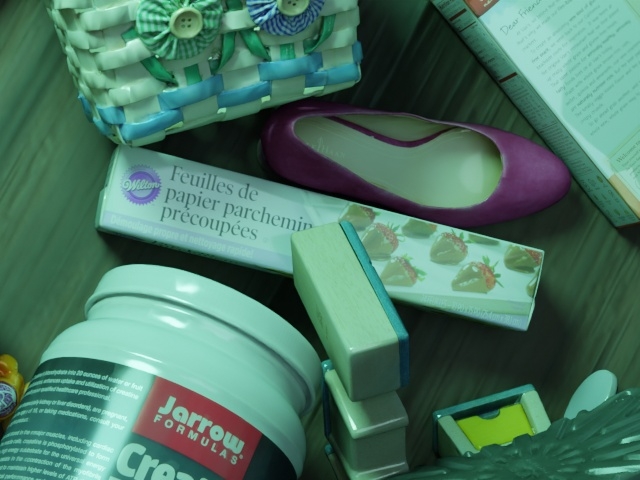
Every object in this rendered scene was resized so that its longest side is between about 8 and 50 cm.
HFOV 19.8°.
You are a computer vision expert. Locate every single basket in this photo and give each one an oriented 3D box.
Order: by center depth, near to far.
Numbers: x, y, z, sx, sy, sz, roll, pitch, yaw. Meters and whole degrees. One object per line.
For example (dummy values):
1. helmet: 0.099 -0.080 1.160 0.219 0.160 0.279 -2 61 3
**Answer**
1. basket: -0.087 -0.225 1.250 0.255 0.201 0.289 -17 101 -14

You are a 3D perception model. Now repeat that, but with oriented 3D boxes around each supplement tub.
1. supplement tub: -0.124 0.173 1.206 0.191 0.191 0.272 27 65 -8

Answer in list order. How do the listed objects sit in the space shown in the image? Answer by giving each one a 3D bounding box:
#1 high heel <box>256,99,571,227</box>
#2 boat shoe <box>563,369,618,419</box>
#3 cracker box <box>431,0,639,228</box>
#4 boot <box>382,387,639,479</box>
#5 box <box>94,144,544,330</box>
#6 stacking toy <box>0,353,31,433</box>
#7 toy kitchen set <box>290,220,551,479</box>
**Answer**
1. high heel: 0.076 -0.061 1.328 0.244 0.117 0.082 12 84 -10
2. boat shoe: 0.204 0.148 1.386 0.035 0.035 0.100 31 76 -35
3. cracker box: 0.217 -0.146 1.387 0.156 0.067 0.232 -40 95 -12
4. boot: 0.194 0.357 1.278 0.367 0.146 0.445 -19 108 -9
5. box: 0.000 0.000 1.337 0.324 0.067 0.063 14 84 -11
6. stacking toy: -0.287 0.055 1.251 0.302 0.166 0.175 40 70 -21
7. toy kitchen set: 0.079 0.085 1.301 0.166 0.207 0.122 -15 46 -12
